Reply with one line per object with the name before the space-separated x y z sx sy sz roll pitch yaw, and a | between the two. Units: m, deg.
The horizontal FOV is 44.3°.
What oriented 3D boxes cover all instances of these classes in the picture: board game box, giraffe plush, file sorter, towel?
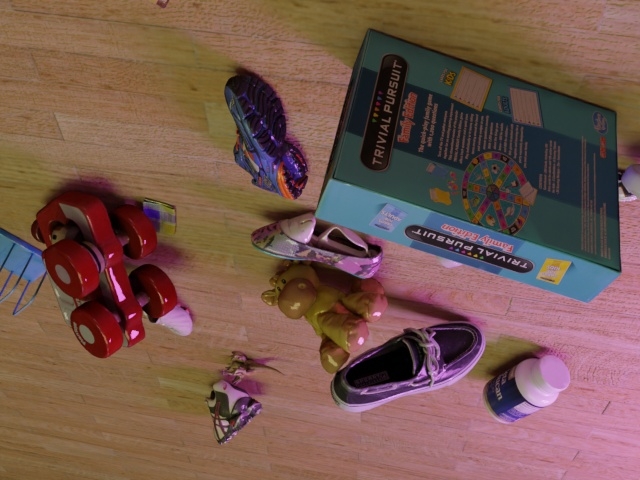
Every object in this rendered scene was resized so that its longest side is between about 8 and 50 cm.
board game box | 0.184 -0.093 0.941 0.336 0.253 0.079 18 144 -4
giraffe plush | -0.005 0.105 1.378 0.171 0.181 0.210 36 175 -11
file sorter | -0.632 0.055 1.532 0.170 0.104 0.118 35 138 -26
towel | -0.281 -0.039 1.371 0.060 0.009 0.083 16 144 -2

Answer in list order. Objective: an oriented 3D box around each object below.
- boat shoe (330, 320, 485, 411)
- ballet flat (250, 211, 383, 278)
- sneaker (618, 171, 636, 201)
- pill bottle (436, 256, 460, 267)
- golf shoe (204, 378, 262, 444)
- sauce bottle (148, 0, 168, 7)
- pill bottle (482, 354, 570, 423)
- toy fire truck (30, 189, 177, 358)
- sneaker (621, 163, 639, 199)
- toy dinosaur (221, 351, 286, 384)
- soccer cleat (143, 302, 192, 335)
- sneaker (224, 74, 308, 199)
boat shoe | 0.163 0.202 1.366 0.307 0.113 0.105 -13 154 -18
ballet flat | 0.000 0.000 1.290 0.222 0.076 0.079 16 126 -12
sneaker | 0.393 -0.079 1.073 0.109 0.040 0.043 -3 130 14
pill bottle | 0.241 -0.007 1.185 0.137 0.078 0.078 -22 131 39
golf shoe | -0.220 0.406 1.892 0.120 0.105 0.273 45 149 7
sauce bottle | -0.238 -0.327 0.946 0.128 0.042 0.042 24 143 -17
pill bottle | 0.395 0.281 1.506 0.094 0.094 0.169 24 142 -14
toy fire truck | -0.416 0.053 1.395 0.254 0.169 0.302 11 126 36
sneaker | 0.503 -0.094 0.988 0.232 0.090 0.115 3 121 9
toy dinosaur | -0.155 0.280 1.735 0.093 0.053 0.183 20 154 -35
soccer cleat | -0.314 0.145 1.570 0.068 0.076 0.196 0 142 18
sneaker | -0.093 -0.139 1.121 0.087 0.083 0.221 5 140 25
